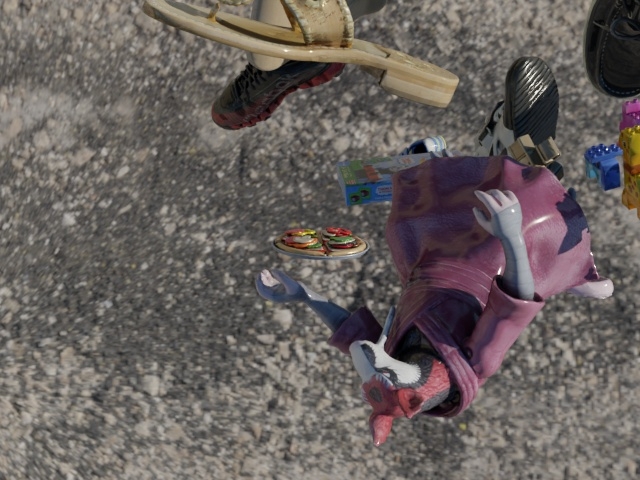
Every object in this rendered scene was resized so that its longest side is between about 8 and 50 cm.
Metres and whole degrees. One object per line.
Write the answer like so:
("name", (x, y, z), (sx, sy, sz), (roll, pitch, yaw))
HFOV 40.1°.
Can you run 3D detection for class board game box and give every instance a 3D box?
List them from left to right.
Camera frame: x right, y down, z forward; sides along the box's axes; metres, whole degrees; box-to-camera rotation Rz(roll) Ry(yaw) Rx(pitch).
("board game box", (0.139, -0.105, 1.435), (0.212, 0.160, 0.039), (-5, 109, -2))

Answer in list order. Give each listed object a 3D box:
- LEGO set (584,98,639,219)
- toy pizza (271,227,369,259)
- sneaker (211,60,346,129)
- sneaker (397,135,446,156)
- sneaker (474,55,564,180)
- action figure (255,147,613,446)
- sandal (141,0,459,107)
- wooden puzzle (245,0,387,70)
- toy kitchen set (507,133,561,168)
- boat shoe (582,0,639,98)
("LEGO set", (0.347, -0.091, 0.938), (0.087, 0.227, 0.093), (-16, 119, -4))
("toy pizza", (0.000, 0.000, 1.792), (0.201, 0.201, 0.032), (-5, 106, -24))
("sneaker", (-0.095, -0.291, 1.535), (0.135, 0.276, 0.097), (27, 40, -57))
("sneaker", (0.192, -0.175, 1.828), (0.059, 0.144, 0.053), (-15, 75, -48))
("sneaker", (0.311, -0.174, 1.452), (0.122, 0.146, 0.330), (-44, 142, -22))
("action figure", (0.121, 0.069, 0.872), (0.275, 0.248, 0.370), (59, 40, -28))
("sandal", (0.001, -0.165, 0.615), (0.240, 0.088, 0.079), (12, 112, -24))
("wooden puzzle", (0.012, -0.452, 1.313), (0.081, 0.322, 0.348), (32, 42, 20))
("toy kitchen set", (0.278, -0.101, 1.193), (0.075, 0.068, 0.083), (-21, 78, -27))
("boat shoe", (0.547, -0.372, 1.377), (0.187, 0.500, 0.156), (14, 61, -2))
